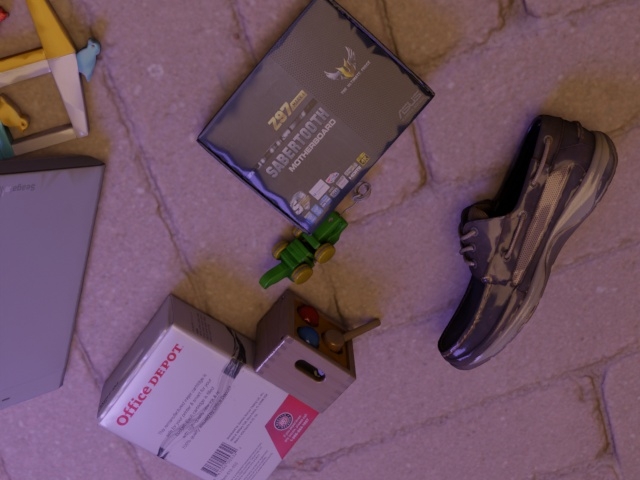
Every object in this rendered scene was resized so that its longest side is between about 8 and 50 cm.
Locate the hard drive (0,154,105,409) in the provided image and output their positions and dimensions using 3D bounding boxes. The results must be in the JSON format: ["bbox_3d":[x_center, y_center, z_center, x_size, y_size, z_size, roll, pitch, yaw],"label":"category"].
[{"bbox_3d":[-0.360,0.057,1.060,0.040,0.203,0.308,25,110,26],"label":"hard drive"}]

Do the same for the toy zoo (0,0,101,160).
[{"bbox_3d":[-0.394,-0.184,1.038,0.293,0.030,0.192,-18,112,-3],"label":"toy zoo"}]

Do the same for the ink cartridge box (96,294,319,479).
[{"bbox_3d":[-0.147,0.208,1.189,0.237,0.100,0.172,33,102,-20],"label":"ink cartridge box"}]

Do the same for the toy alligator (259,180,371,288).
[{"bbox_3d":[0.000,0.000,1.169,0.189,0.056,0.051,-43,156,0],"label":"toy alligator"}]

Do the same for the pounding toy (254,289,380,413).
[{"bbox_3d":[0.000,0.137,1.183,0.141,0.130,0.100,35,112,-18],"label":"pounding toy"}]

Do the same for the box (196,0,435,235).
[{"bbox_3d":[-0.007,-0.151,1.089,0.183,0.059,0.233,41,99,-10],"label":"box"}]

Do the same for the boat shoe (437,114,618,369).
[{"bbox_3d":[0.238,-0.003,1.176,0.130,0.132,0.356,29,94,-8],"label":"boat shoe"}]
